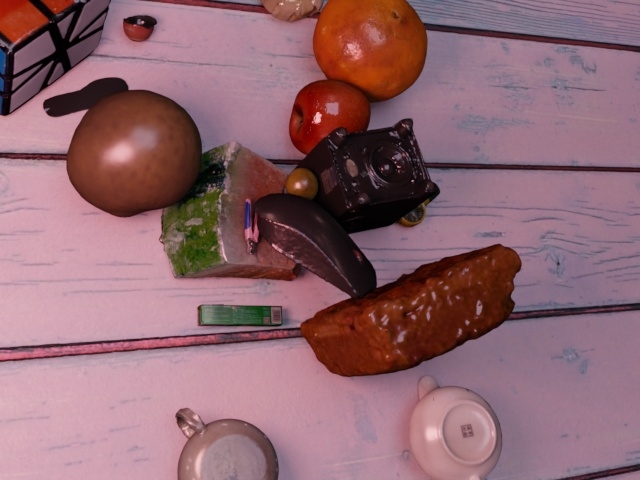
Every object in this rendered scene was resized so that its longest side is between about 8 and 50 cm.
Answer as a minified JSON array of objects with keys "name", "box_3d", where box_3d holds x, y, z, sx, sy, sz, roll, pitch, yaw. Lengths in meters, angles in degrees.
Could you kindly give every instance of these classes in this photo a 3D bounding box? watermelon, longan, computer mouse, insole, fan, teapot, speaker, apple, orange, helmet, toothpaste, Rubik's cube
[{"name":"watermelon","box_3d":[-0.170,-0.055,1.651,0.302,0.151,0.264,5,70,-22]},{"name":"longan","box_3d":[-0.038,-0.116,1.670,0.075,0.075,0.083,49,19,-3]},{"name":"computer mouse","box_3d":[0.002,-0.004,1.571,0.295,0.087,0.168,35,23,-1]},{"name":"insole","box_3d":[-0.492,-0.301,1.670,0.188,0.004,0.064,-25,84,-29]},{"name":"fan","box_3d":[0.233,-0.090,1.908,0.155,0.039,0.082,-37,90,-31]},{"name":"teapot","box_3d":[0.286,0.440,1.706,0.209,0.166,0.299,0,81,-32]},{"name":"speaker","box_3d":[0.093,-0.125,1.736,0.232,0.254,0.184,-12,77,-28]},{"name":"apple","box_3d":[0.019,-0.273,1.795,0.169,0.181,0.180,8,70,-26]},{"name":"orange","box_3d":[0.120,-0.471,1.881,0.284,0.226,0.283,11,68,-28]},{"name":"helmet","box_3d":[-0.398,-0.462,1.742,0.065,0.049,0.084,23,31,18]},{"name":"longan","box_3d":[-0.361,-0.168,1.553,0.258,0.258,0.257,8,70,-22]},{"name":"toothpaste","box_3d":[-0.166,0.156,1.649,0.179,0.037,0.043,3,76,-23]},{"name":"Rubik's cube","box_3d":[-0.596,-0.459,1.519,0.283,0.288,0.293,46,63,-3]},{"name":"teapot","box_3d":[-0.178,0.437,1.502,0.193,0.129,0.294,-38,89,-29]}]

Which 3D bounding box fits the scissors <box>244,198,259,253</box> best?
[{"name":"scissors","box_3d":[-0.137,-0.027,1.583,0.039,0.012,0.113,18,67,-37]}]

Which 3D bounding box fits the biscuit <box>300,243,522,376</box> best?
[{"name":"biscuit","box_3d":[0.193,0.154,1.643,0.395,0.343,0.166,-21,87,-26]}]

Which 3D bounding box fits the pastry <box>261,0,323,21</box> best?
[{"name":"pastry","box_3d":[-0.070,-0.606,1.915,0.166,0.088,0.165,7,72,-22]}]
